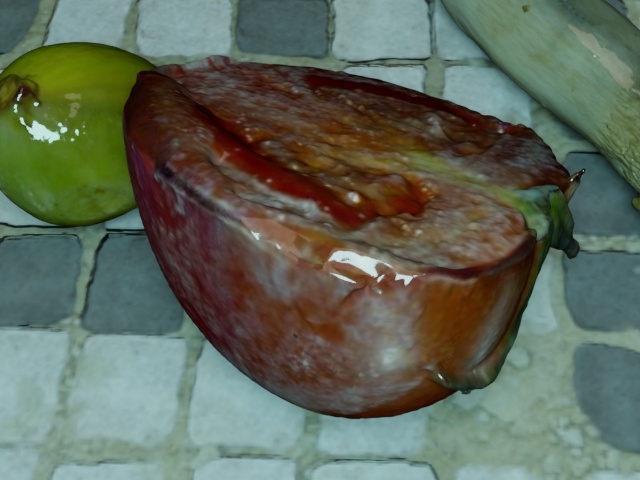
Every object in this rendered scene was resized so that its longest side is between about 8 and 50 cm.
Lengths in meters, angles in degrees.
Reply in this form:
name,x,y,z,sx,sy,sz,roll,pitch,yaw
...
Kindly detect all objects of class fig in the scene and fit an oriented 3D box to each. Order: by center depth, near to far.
name,x,y,z,sx,sy,sz,roll,pitch,yaw
fig,-0.169,-0.077,0.722,0.135,0.121,0.153,20,37,21

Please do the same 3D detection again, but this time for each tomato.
name,x,y,z,sx,sy,sz,roll,pitch,yaw
tomato,0.002,0.006,0.631,0.308,0.170,0.309,10,22,-4

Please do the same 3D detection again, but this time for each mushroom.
name,x,y,z,sx,sy,sz,roll,pitch,yaw
mushroom,0.184,-0.157,0.775,0.122,0.095,0.351,-14,56,-30
